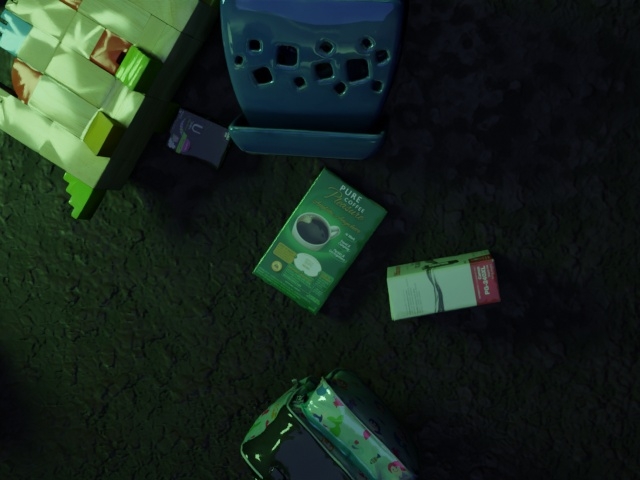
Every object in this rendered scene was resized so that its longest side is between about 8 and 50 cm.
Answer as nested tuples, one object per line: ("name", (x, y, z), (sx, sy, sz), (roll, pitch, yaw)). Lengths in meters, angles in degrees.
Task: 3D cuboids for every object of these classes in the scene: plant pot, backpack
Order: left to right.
("plant pot", (-0.006, -0.225, 1.674), (0.236, 0.236, 0.212), (3, 103, 4))
("backpack", (0.019, 0.290, 1.714), (0.191, 0.253, 0.225), (-43, 89, 3))

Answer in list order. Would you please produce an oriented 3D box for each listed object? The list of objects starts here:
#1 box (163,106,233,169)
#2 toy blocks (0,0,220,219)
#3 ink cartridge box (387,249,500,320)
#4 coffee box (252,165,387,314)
("box", (-0.168, -0.144, 1.777), (0.083, 0.052, 0.062), (24, 98, 0))
("toy blocks", (-0.326, -0.258, 1.729), (0.261, 0.191, 0.381), (32, 98, 11))
("ink cartridge box", (0.168, 0.061, 1.749), (0.150, 0.109, 0.063), (-10, 96, 5))
("coffee box", (0.000, 0.000, 1.788), (0.113, 0.040, 0.184), (33, 98, -1))
